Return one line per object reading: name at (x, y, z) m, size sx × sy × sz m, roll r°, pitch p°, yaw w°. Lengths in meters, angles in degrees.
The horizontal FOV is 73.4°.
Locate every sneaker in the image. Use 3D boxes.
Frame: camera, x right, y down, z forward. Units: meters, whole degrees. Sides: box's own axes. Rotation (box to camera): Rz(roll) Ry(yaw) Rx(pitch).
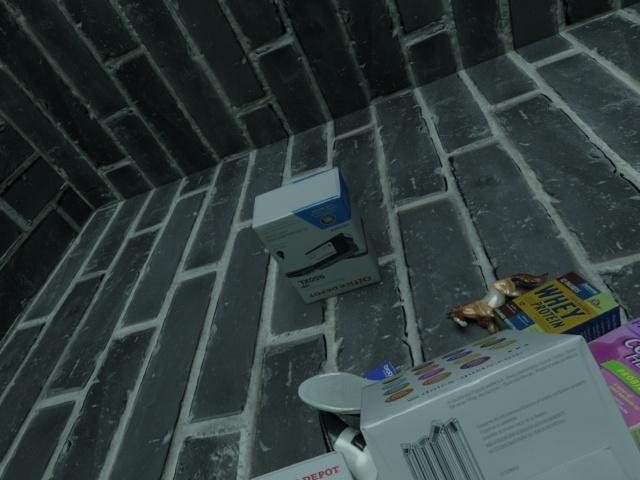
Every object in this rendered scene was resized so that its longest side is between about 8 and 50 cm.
sneaker at (0.099, 0.388, 0.985) m, size 0.296 × 0.146 × 0.104 m, roll 0°, pitch 35°, yaw 8°
sneaker at (0.103, 0.505, 0.990) m, size 0.146 × 0.122 × 0.330 m, roll -22°, pitch 37°, yaw -15°

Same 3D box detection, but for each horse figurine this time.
horse figurine at (0.492, 0.172, 1.152) m, size 0.263 × 0.066 × 0.174 m, roll -42°, pitch 45°, yaw -13°

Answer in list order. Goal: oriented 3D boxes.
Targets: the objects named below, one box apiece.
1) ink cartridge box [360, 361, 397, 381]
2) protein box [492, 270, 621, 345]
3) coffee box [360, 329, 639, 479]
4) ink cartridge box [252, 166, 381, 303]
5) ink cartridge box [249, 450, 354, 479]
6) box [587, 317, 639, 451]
ink cartridge box at (0.183, 0.416, 1.081) m, size 0.097 × 0.046 × 0.207 m, roll -29°, pitch 37°, yaw -1°
protein box at (0.527, 0.216, 0.951) m, size 0.201 × 0.199 × 0.136 m, roll -27°, pitch 29°, yaw 2°
coffee box at (0.283, 0.371, 0.717) m, size 0.338 × 0.334 × 0.337 m, roll -23°, pitch 79°, yaw 2°
ink cartridge box at (0.000, 0.000, 1.399) m, size 0.286 × 0.394 × 0.166 m, roll -19°, pitch 40°, yaw 14°
ink cartridge box at (-0.009, 0.583, 0.799) m, size 0.211 × 0.121 × 0.289 m, roll -7°, pitch 45°, yaw -20°
box at (0.569, 0.283, 0.783) m, size 0.243 × 0.117 × 0.213 m, roll -28°, pitch 14°, yaw 4°
